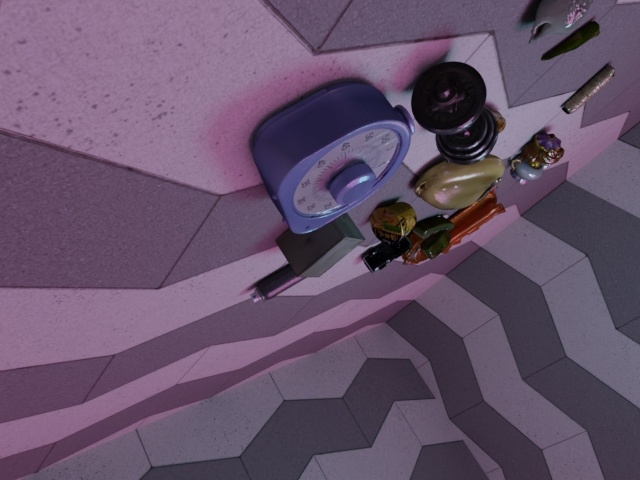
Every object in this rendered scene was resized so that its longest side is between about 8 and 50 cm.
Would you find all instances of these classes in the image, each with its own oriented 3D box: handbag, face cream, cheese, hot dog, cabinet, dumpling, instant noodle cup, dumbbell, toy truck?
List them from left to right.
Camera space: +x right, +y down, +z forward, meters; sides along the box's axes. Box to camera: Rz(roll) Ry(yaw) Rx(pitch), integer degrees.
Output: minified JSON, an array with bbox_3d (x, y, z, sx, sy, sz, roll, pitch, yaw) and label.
[{"bbox_3d":[-0.126,0.140,1.739,0.283,0.073,0.073,-30,160,-8],"label":"face cream"},{"bbox_3d":[0.000,0.000,1.493,0.206,0.145,0.150,-40,159,21],"label":"cabinet"},{"bbox_3d":[0.308,0.055,2.173,0.242,0.101,0.125,-33,172,-8],"label":"toy truck"},{"bbox_3d":[0.277,-0.072,1.771,0.122,0.151,0.151,-31,164,-39],"label":"instant noodle cup"},{"bbox_3d":[0.485,-0.210,1.728,0.316,0.128,0.259,-10,145,-20],"label":"cheese"},{"bbox_3d":[0.357,-0.319,1.237,0.179,0.179,0.406,-39,159,17],"label":"dumbbell"},{"bbox_3d":[0.779,-0.093,2.530,0.410,0.116,0.303,-38,163,17],"label":"handbag"},{"bbox_3d":[0.520,-0.361,1.538,0.144,0.075,0.268,-47,159,28],"label":"hot dog"},{"bbox_3d":[0.593,-0.558,1.133,0.153,0.108,0.219,-14,156,-42],"label":"dumpling"}]

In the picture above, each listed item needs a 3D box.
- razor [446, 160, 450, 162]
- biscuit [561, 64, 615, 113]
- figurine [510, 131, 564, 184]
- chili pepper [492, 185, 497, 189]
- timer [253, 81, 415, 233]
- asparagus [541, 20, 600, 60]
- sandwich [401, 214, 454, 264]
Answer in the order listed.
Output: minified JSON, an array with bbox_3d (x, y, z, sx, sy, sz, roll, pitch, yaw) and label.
[{"bbox_3d":[0.507,-0.329,1.649,0.253,0.042,0.082,-19,119,-39],"label":"razor"},{"bbox_3d":[1.041,-0.579,1.846,0.219,0.055,0.061,-48,175,33],"label":"biscuit"},{"bbox_3d":[0.962,-0.369,2.109,0.190,0.142,0.263,2,147,-19],"label":"figurine"},{"bbox_3d":[0.763,-0.232,2.233,0.123,0.073,0.070,-36,118,2],"label":"chili pepper"},{"bbox_3d":[0.052,-0.184,1.098,0.395,0.173,0.395,-28,159,-12],"label":"timer"},{"bbox_3d":[0.743,-0.580,1.411,0.178,0.041,0.045,-35,152,9],"label":"asparagus"},{"bbox_3d":[0.502,0.024,2.301,0.250,0.162,0.301,-5,144,-46],"label":"sandwich"}]
